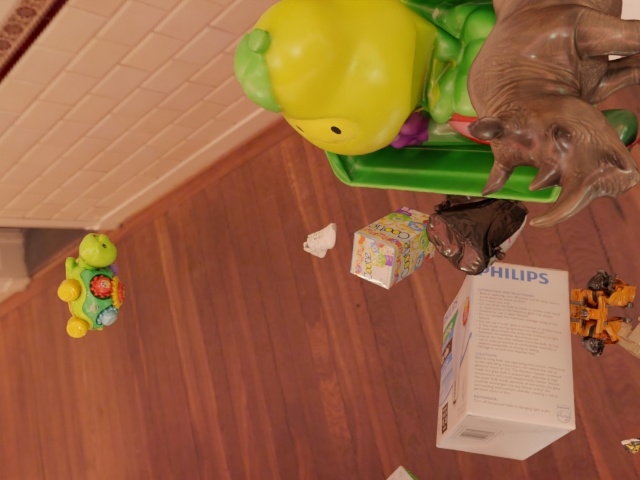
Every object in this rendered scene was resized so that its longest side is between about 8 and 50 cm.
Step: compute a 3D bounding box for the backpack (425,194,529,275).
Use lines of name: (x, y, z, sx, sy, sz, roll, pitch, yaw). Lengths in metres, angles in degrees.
backpack: (0.291, -0.027, 1.143, 0.152, 0.182, 0.115, 49, 144, 14)

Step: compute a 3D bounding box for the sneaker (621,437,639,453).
sneaker: (0.803, 0.523, 1.589, 0.083, 0.031, 0.035, 101, 163, -65)

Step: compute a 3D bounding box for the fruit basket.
fruit basket: (0.086, -0.169, 0.719, 0.392, 0.392, 0.283, 4, 124, 42)

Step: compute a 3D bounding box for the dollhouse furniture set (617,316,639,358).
dollhouse furniture set: (0.611, 0.161, 1.153, 0.101, 0.161, 0.182, -53, 14, 3)

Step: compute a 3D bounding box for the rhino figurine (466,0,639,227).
rhino figurine: (0.138, -0.102, 0.343, 0.106, 0.073, 0.243, 8, 58, 23)

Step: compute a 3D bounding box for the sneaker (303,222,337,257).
sneaker: (0.000, 0.000, 1.614, 0.152, 0.061, 0.053, 127, 152, -55)

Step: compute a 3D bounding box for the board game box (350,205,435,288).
board game box: (0.234, 0.016, 1.922, 0.142, 0.275, 0.144, 23, 123, 32)

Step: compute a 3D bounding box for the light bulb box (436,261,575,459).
light bulb box: (0.422, 0.290, 1.469, 0.225, 0.358, 0.361, 8, 61, 3)

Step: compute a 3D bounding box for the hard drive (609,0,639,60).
hard drive: (0.311, -0.374, 0.943, 0.353, 0.047, 0.233, 42, 121, 21)

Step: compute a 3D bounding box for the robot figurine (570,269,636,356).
robot figurine: (0.706, 0.180, 1.561, 0.085, 0.291, 0.211, 5, 89, 46)

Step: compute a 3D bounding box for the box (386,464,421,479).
box: (0.141, 0.523, 0.994, 0.231, 0.262, 0.127, -46, 37, -4)

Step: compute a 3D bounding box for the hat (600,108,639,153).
hat: (0.544, -0.211, 1.107, 0.173, 0.208, 0.183, 55, 145, 10)

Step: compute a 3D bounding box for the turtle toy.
turtle toy: (-0.279, 0.054, 0.772, 0.095, 0.066, 0.130, -110, 16, -67)
